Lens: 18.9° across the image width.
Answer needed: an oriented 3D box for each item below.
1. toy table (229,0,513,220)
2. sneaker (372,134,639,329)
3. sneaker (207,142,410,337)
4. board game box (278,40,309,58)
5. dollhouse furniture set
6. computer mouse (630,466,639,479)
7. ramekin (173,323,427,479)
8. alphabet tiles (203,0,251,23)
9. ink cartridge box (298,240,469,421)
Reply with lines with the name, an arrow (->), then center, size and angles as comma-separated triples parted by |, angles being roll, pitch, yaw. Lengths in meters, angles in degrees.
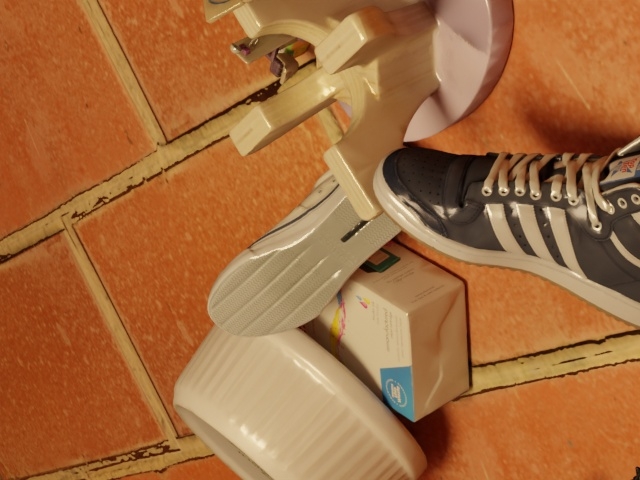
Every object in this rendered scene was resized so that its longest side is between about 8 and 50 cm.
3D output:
toy table -> 0.033, -0.154, 1.654 | 0.252, 0.161, 0.274 | 53, 147, 15
sneaker -> 0.187, -0.040, 1.505 | 0.282, 0.099, 0.153 | 23, 140, 4
sneaker -> 0.000, 0.000, 1.811 | 0.258, 0.091, 0.094 | -35, 110, 26
board game box -> -0.027, -0.285, 1.758 | 0.124, 0.039, 0.259 | 52, 151, 15
dollhouse furniture set -> -0.079, -0.203, 1.791 | 0.114, 0.081, 0.091 | 46, 147, 21
computer mouse -> 0.325, 0.289, 1.687 | 0.193, 0.042, 0.106 | 51, 147, 17
ramekin -> -0.031, 0.189, 1.958 | 0.273, 0.127, 0.273 | 39, 167, 11
alphabet tiles -> -0.032, -0.321, 1.598 | 0.198, 0.009, 0.237 | -25, 59, 30
ink cartridge box -> 0.040, 0.063, 1.895 | 0.231, 0.078, 0.134 | 30, 137, 42
